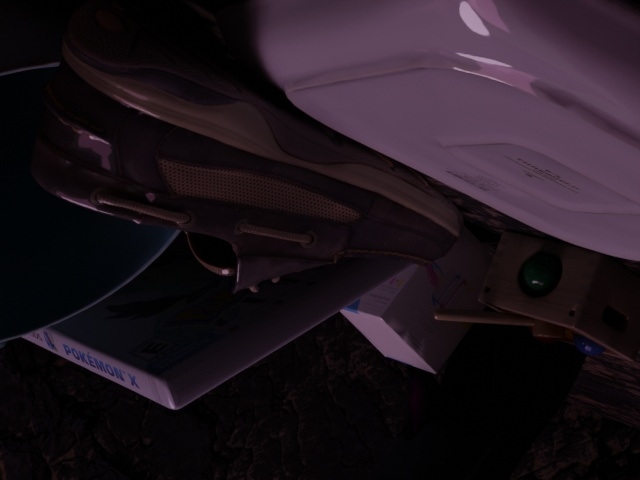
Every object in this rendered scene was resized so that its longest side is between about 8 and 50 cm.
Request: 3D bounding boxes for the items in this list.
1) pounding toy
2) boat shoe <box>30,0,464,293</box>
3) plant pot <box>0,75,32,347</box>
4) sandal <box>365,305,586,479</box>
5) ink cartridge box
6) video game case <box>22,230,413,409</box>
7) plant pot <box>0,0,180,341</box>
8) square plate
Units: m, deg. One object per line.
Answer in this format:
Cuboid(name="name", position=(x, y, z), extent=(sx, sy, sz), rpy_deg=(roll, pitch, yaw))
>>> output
Cuboid(name="pounding toy", position=(0.204, 0.057, 1.190), extent=(0.130, 0.100, 0.141), rpy_deg=(15, 171, 45))
Cuboid(name="boat shoe", position=(-0.047, -0.041, 0.882), extent=(0.355, 0.130, 0.132), rpy_deg=(23, -162, -42))
Cuboid(name="plant pot", position=(-0.311, -0.053, 1.182), extent=(0.271, 0.255, 0.271), rpy_deg=(26, 171, 4))
Cuboid(name="sandal", position=(0.146, 0.138, 1.269), extent=(0.167, 0.446, 0.107), rpy_deg=(-18, 108, 33))
Cuboid(name="ink cartridge box", position=(0.102, 0.040, 1.275), extent=(0.090, 0.143, 0.092), rpy_deg=(45, 164, -26))
Cuboid(name="video game case", position=(-0.085, 0.029, 1.220), extent=(0.300, 0.329, 0.036), rpy_deg=(14, 127, 52))
Cuboid(name="plant pot", position=(-0.250, -0.086, 0.951), extent=(0.290, 0.290, 0.195), rpy_deg=(31, -156, -57))
Cuboid(name="square plate", position=(0.134, -0.054, 0.731), extent=(0.347, 0.049, 0.344), rpy_deg=(25, 173, -21))
